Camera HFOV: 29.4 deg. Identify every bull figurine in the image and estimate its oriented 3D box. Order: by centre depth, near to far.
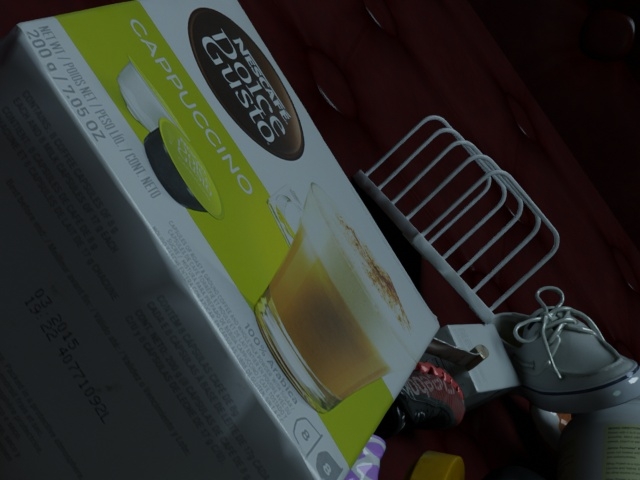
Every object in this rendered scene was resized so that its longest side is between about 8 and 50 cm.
[{"bbox_3d":[0.420,0.337,2.010,0.310,0.101,0.188,66,20,9],"label":"bull figurine"}]

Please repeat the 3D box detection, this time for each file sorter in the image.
[{"bbox_3d":[0.207,-0.045,1.843,0.193,0.173,0.278,45,5,-28],"label":"file sorter"}]

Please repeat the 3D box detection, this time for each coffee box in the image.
[{"bbox_3d":[-0.164,0.047,0.911,0.338,0.338,0.334,58,23,-4],"label":"coffee box"}]

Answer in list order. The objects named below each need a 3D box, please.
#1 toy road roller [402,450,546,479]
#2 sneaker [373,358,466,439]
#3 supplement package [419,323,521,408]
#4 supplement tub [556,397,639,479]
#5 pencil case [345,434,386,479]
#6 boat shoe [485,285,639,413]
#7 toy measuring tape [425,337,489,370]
[{"bbox_3d":[0.109,0.385,1.291,0.202,0.240,0.330,-32,128,-67],"label":"toy road roller"},{"bbox_3d":[0.095,0.203,1.537,0.276,0.097,0.135,33,34,-41],"label":"sneaker"},{"bbox_3d":[0.196,0.187,1.744,0.179,0.105,0.105,5,57,-61],"label":"supplement package"},{"bbox_3d":[0.462,0.383,1.781,0.235,0.235,0.325,40,48,-37],"label":"supplement tub"},{"bbox_3d":[0.005,0.281,1.186,0.088,0.086,0.206,88,18,-70],"label":"pencil case"},{"bbox_3d":[0.344,0.149,1.800,0.367,0.135,0.156,-170,-120,-74],"label":"boat shoe"},{"bbox_3d":[0.078,0.078,1.576,0.330,0.121,0.121,20,42,-31],"label":"toy measuring tape"}]
